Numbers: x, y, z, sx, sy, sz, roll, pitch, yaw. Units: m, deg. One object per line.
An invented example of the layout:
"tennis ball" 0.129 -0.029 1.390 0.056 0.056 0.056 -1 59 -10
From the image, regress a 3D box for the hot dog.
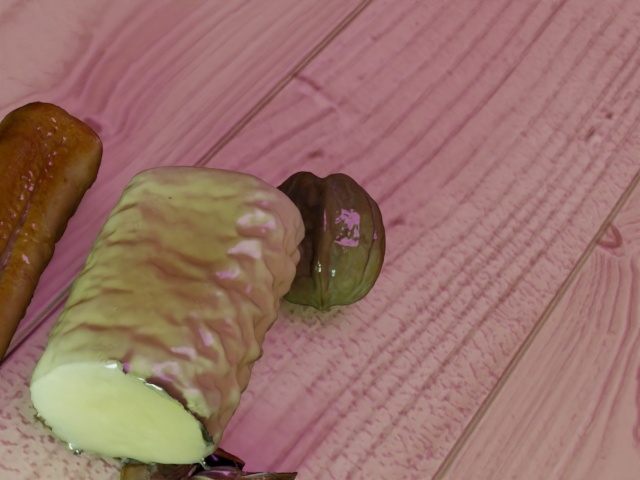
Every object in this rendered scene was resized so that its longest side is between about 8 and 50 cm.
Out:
"hot dog" -0.201 0.030 0.836 0.088 0.061 0.286 34 49 -7

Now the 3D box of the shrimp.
"shrimp" -0.066 0.136 0.860 0.108 0.023 0.059 -7 54 -31

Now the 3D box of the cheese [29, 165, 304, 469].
"cheese" -0.087 0.039 0.854 0.123 0.094 0.167 0 46 25

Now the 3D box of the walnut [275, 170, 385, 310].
"walnut" 0.000 0.000 0.946 0.092 0.092 0.092 13 54 -19
